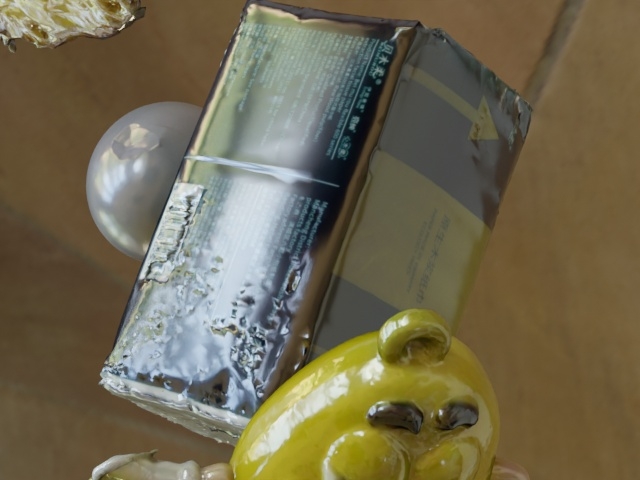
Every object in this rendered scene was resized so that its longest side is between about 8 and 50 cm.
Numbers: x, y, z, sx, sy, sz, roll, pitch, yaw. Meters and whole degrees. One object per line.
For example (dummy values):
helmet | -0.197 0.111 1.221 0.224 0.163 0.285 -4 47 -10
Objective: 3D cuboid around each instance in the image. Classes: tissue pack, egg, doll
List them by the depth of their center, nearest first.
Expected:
doll | -0.001 0.218 1.570 0.348 0.161 0.423 -18 142 10
tissue pack | 0.000 0.000 1.854 0.264 0.416 0.253 10 167 39
egg | -0.164 -0.060 2.063 0.176 0.232 0.176 2 98 13

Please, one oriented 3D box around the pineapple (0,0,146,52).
pineapple | -0.226 -0.340 1.475 0.352 0.300 0.352 16 161 6
